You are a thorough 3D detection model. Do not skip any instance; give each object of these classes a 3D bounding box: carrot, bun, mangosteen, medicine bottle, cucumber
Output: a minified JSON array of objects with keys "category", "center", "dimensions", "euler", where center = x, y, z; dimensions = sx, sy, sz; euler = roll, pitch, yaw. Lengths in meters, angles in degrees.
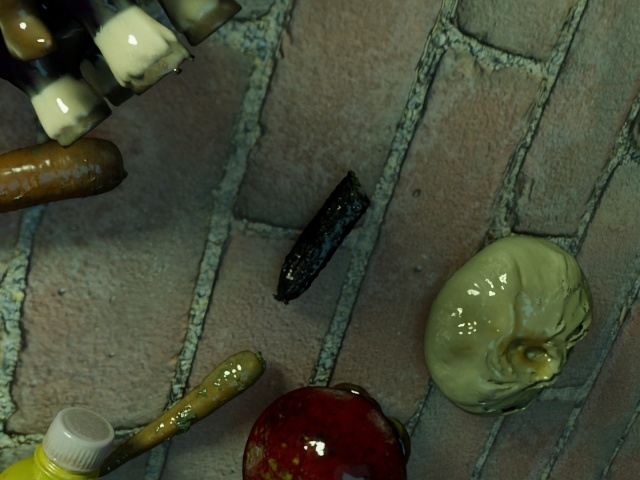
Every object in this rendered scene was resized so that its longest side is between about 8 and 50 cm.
[{"category":"carrot","center":[-0.174,0.216,0.826],"dimensions":[0.254,0.049,0.049],"euler":[-35,126,-4]},{"category":"bun","center":[0.287,0.135,0.978],"dimensions":[0.287,0.146,0.288],"euler":[-13,118,-26]},{"category":"mangosteen","center":[0.020,0.284,0.884],"dimensions":[0.257,0.215,0.215],"euler":[-23,132,-61]},{"category":"medicine bottle","center":[-0.302,0.289,0.736],"dimensions":[0.121,0.122,0.213],"euler":[23,101,-36]},{"category":"carrot","center":[-0.275,-0.057,0.617],"dimensions":[0.186,0.060,0.060],"euler":[-14,120,-19]},{"category":"cucumber","center":[0.000,0.000,0.807],"dimensions":[0.053,0.053,0.182],"euler":[31,99,-37]}]

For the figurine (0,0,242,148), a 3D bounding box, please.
[{"category":"figurine","center":[-0.225,-0.243,0.383],"dimensions":[0.241,0.411,0.306],"euler":[-53,176,-28]}]
